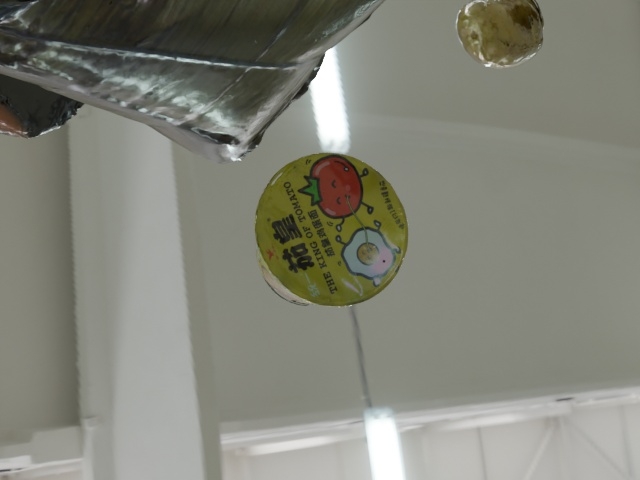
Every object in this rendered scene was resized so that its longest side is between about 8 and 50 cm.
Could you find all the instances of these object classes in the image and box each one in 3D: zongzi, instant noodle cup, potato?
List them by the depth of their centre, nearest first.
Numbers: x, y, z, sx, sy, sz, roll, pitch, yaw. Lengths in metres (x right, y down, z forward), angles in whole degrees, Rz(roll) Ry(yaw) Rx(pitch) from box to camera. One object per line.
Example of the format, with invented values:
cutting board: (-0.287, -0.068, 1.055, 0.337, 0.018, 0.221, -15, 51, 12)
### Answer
zongzi: (-0.051, -0.182, 0.548, 0.286, 0.300, 0.138, 17, -133, -59)
instant noodle cup: (0.000, 0.000, 1.198, 0.182, 0.144, 0.182, 2, -102, -12)
potato: (0.236, -0.273, 1.265, 0.170, 0.080, 0.107, -25, -106, -47)

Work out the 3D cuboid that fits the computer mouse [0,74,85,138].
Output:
computer mouse: (-0.305, -0.192, 0.746, 0.323, 0.116, 0.182, 18, -116, -38)
